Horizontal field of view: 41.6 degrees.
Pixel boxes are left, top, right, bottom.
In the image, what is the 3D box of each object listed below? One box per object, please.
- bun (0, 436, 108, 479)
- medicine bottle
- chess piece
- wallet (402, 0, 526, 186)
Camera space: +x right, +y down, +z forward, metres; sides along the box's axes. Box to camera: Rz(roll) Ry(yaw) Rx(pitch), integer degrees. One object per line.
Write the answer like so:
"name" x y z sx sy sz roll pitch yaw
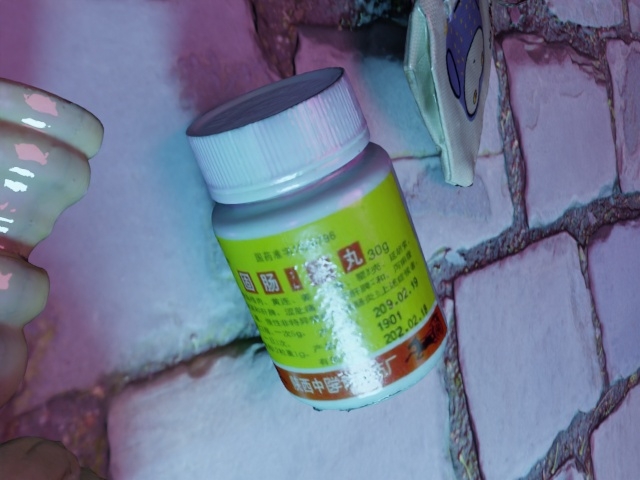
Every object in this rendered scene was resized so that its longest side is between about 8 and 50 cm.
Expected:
"bun" -0.123 0.190 0.400 0.237 0.116 0.210 35 27 -50
"medicine bottle" 0.000 0.000 0.624 0.139 0.139 0.226 -44 120 -46
"chess piece" -0.173 0.008 0.439 0.094 0.094 0.171 20 73 -50
"wallet" 0.153 -0.243 0.895 0.275 0.068 0.335 42 54 -57
